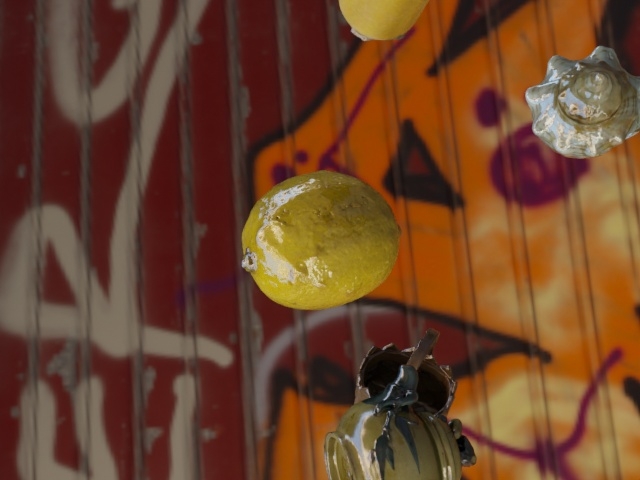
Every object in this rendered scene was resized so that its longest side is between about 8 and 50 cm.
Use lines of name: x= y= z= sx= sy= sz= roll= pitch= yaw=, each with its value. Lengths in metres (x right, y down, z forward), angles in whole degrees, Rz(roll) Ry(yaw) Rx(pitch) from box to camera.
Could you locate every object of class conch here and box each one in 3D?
conch: x=0.420 y=-0.213 z=1.652 sx=0.386 sy=0.203 sz=0.169 roll=-30 pitch=-65 yaw=-77

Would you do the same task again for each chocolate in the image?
chocolate: x=0.146 y=-0.472 z=1.725 sx=0.445 sy=0.162 sz=0.162 roll=137 pitch=128 yaw=-75

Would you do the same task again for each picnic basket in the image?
picnic basket: x=0.120 y=0.194 z=1.479 sx=0.178 sy=0.138 sz=0.128 roll=101 pitch=-165 yaw=-48

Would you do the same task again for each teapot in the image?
teapot: x=0.111 y=0.292 z=1.357 sx=0.173 sy=0.183 sz=0.269 roll=178 pitch=81 yaw=-73

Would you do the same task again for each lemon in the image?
lemon: x=0.002 y=0.000 z=1.919 sx=0.260 sy=0.284 sz=0.260 roll=-16 pitch=-90 yaw=-86
